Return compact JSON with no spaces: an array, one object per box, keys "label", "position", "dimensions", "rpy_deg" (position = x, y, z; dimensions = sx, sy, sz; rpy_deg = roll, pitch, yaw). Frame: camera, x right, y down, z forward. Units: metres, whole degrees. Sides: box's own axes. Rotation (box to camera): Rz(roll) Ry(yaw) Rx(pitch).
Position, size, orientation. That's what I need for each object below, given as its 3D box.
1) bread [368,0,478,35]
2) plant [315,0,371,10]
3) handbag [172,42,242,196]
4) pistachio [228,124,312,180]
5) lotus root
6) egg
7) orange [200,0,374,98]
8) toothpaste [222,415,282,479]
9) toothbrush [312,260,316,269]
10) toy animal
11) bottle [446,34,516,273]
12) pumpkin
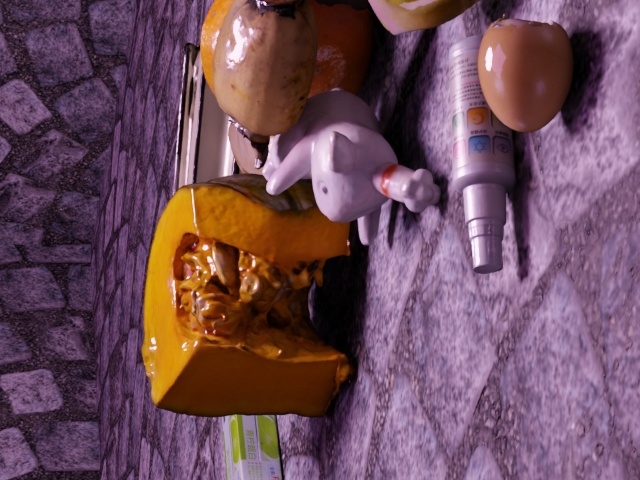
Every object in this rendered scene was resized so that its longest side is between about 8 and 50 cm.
[{"label":"bread","position":[0.106,-0.313,1.346],"dimensions":[0.158,0.156,0.260],"rpy_deg":[-117,35,-66]},{"label":"plant","position":[0.034,-0.398,1.600],"dimensions":[0.276,0.199,0.188],"rpy_deg":[-104,31,-42]},{"label":"handbag","position":[-0.147,-0.117,2.211],"dimensions":[0.237,0.160,0.358],"rpy_deg":[-151,67,-82]},{"label":"pistachio","position":[-0.059,-0.136,1.946],"dimensions":[0.129,0.131,0.206],"rpy_deg":[55,-165,-38]},{"label":"lotus root","position":[-0.063,-0.183,1.590],"dimensions":[0.125,0.118,0.221],"rpy_deg":[-53,-17,-52]},{"label":"egg","position":[0.170,-0.138,1.198],"dimensions":[0.080,0.080,0.096],"rpy_deg":[-139,48,-71]},{"label":"orange","position":[-0.041,-0.237,1.750],"dimensions":[0.170,0.224,0.224],"rpy_deg":[53,139,41]},{"label":"toothpaste","position":[-0.106,0.248,2.102],"dimensions":[0.081,0.067,0.336],"rpy_deg":[114,156,-43]},{"label":"toothbrush","position":[0.000,0.000,1.884],"dimensions":[0.257,0.024,0.018],"rpy_deg":[111,159,-48]},{"label":"toy animal","position":[0.026,-0.073,1.588],"dimensions":[0.138,0.140,0.282],"rpy_deg":[-64,19,17]},{"label":"bottle","position":[0.146,-0.077,1.299],"dimensions":[0.060,0.060,0.217],"rpy_deg":[130,144,-64]},{"label":"pumpkin","position":[-0.087,0.068,1.782],"dimensions":[0.256,0.225,0.303],"rpy_deg":[164,111,-68]}]
